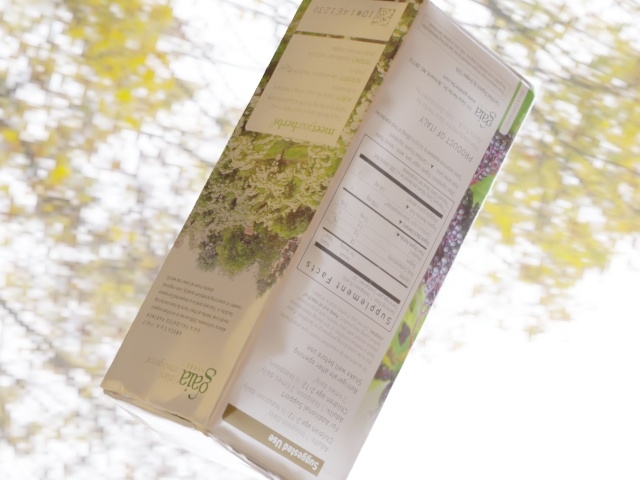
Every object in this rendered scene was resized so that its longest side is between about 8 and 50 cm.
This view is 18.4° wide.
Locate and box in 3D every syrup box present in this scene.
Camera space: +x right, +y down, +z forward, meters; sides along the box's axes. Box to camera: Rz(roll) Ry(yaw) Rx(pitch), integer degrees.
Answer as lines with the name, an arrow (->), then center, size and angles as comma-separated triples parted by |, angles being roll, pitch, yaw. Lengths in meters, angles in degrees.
syrup box -> 0.000, 0.000, 0.972 | 0.093, 0.096, 0.237 | 13, -107, 51
